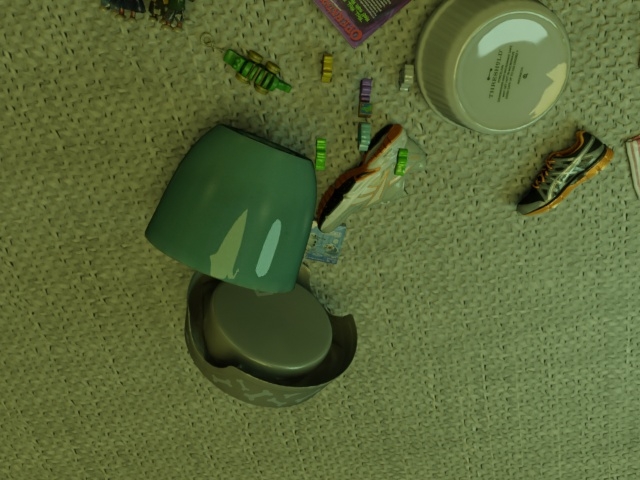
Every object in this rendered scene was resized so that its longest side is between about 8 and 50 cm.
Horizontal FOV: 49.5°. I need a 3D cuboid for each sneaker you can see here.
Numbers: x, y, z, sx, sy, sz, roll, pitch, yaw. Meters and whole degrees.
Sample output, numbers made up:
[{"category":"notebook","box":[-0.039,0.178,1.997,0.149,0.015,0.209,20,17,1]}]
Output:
[{"category":"sneaker","box":[0.471,-0.130,1.378,0.215,0.084,0.083,-42,98,13]},{"category":"sneaker","box":[0.104,-0.096,1.361,0.121,0.099,0.262,36,111,-23]}]

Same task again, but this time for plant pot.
[{"category":"plant pot","box":[-0.140,-0.073,1.263,0.293,0.293,0.235,20,99,-13]}]

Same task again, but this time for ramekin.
[{"category":"ramekin","box":[0.314,-0.311,1.227,0.273,0.127,0.272,-5,118,-10]}]

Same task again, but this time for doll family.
[{"category":"doll family","box":[-0.304,-0.433,1.181,0.193,0.076,0.111,10,120,-5]}]

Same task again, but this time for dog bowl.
[{"category":"dog bowl","box":[-0.105,0.172,1.357,0.349,0.348,0.102,20,126,-13]}]

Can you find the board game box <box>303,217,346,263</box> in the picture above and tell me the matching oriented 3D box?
[{"category":"board game box","box":[0.000,0.000,1.443,0.090,0.020,0.090,10,114,-8]}]

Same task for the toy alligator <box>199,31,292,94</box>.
[{"category":"toy alligator","box":[-0.136,-0.316,1.259,0.190,0.051,0.056,28,111,-16]}]

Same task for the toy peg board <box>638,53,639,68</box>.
[{"category":"toy peg board","box":[0.682,-0.389,1.254,0.161,0.079,0.160,-5,117,-1]}]

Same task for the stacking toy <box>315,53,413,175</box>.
[{"category":"stacking toy","box":[0.078,-0.227,1.264,0.167,0.052,0.221,5,83,-6]}]

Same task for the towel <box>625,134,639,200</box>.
[{"category":"towel","box":[0.721,-0.173,1.392,0.197,0.029,0.144,-23,115,8]}]

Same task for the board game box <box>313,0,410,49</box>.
[{"category":"board game box","box":[0.024,-0.514,1.147,0.208,0.056,0.347,-39,119,14]}]
